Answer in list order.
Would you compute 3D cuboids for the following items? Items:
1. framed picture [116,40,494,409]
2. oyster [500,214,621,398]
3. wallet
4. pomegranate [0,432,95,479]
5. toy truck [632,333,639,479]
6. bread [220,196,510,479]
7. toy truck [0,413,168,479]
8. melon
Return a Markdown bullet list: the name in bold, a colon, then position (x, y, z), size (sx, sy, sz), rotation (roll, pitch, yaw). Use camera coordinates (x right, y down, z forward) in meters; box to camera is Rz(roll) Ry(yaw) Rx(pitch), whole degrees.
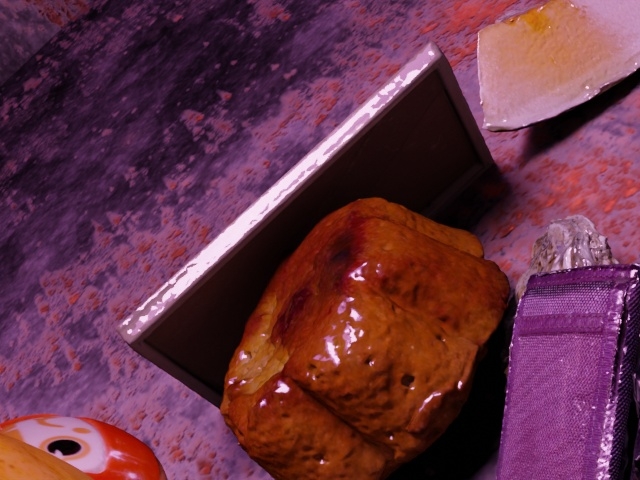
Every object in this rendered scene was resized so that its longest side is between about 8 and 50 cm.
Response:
- **framed picture**: position (0.000, 0.000, 1.322), size (0.324, 0.240, 0.020), rotation (-44, 66, 0)
- **oyster**: position (0.170, 0.046, 1.150), size (0.125, 0.064, 0.177), rotation (-34, 32, 52)
- **wallet**: position (0.155, 0.098, 1.036), size (0.111, 0.030, 0.166), rotation (-7, 68, 51)
- **pomegranate**: position (-0.239, 0.312, 0.958), size (0.417, 0.416, 0.416), rotation (-34, 25, 19)
- **toy truck**: position (0.247, 0.137, 0.800), size (0.177, 0.161, 0.213), rotation (-6, 38, 18)
- **bread**: position (0.026, 0.087, 1.197), size (0.232, 0.135, 0.246), rotation (-51, 18, 19)
- **toy truck**: position (-0.259, 0.224, 1.279), size (0.265, 0.239, 0.189), rotation (-44, 24, -5)
- **melon**: position (0.207, -0.167, 1.408), size (0.202, 0.093, 0.139), rotation (-28, 8, -2)
